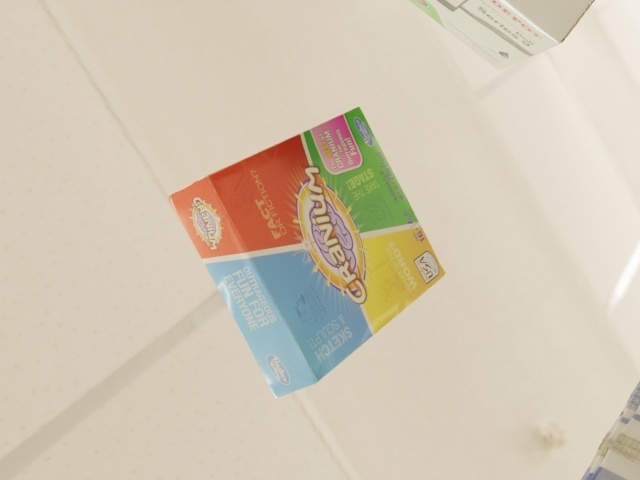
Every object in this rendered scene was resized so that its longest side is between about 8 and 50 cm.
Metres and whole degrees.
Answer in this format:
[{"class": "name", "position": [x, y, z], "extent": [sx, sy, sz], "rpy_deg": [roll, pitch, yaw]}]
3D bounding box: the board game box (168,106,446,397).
[{"class": "board game box", "position": [0.000, 0.000, 1.185], "extent": [0.316, 0.064, 0.242], "rpy_deg": [-33, -84, -53]}]

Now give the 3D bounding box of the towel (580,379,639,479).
[{"class": "towel", "position": [0.405, 0.222, 1.076], "extent": [0.285, 0.209, 0.034], "rpy_deg": [-46, -37, -32]}]

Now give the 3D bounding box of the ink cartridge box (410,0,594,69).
[{"class": "ink cartridge box", "position": [0.226, -0.346, 1.370], "extent": [0.211, 0.121, 0.289], "rpy_deg": [37, 179, -6]}]
